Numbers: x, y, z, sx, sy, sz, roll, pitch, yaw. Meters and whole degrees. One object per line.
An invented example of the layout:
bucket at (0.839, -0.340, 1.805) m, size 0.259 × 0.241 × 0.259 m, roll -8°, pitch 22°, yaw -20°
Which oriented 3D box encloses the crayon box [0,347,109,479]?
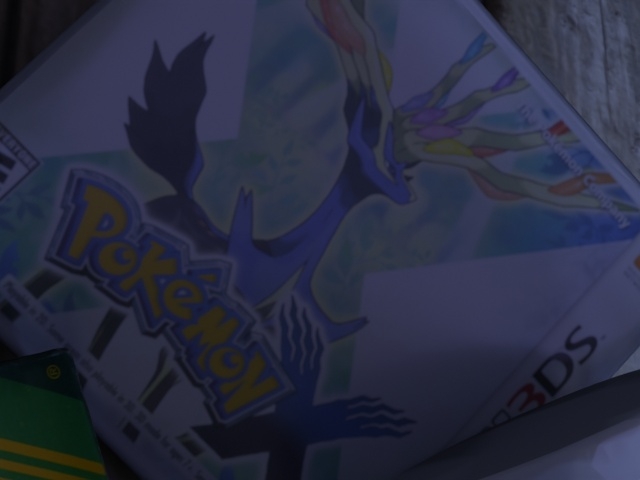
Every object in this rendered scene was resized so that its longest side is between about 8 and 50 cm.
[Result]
crayon box at (-0.222, 0.175, 0.492) m, size 0.318 × 0.081 × 0.202 m, roll -12°, pitch 78°, yaw -36°

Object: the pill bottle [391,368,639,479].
pill bottle at (0.167, 0.252, 0.572) m, size 0.210 × 0.210 × 0.363 m, roll -20°, pitch 86°, yaw -38°

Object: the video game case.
video game case at (0.000, 0.000, 0.667) m, size 0.300 × 0.036 × 0.329 m, roll -45°, pitch 98°, yaw -12°
